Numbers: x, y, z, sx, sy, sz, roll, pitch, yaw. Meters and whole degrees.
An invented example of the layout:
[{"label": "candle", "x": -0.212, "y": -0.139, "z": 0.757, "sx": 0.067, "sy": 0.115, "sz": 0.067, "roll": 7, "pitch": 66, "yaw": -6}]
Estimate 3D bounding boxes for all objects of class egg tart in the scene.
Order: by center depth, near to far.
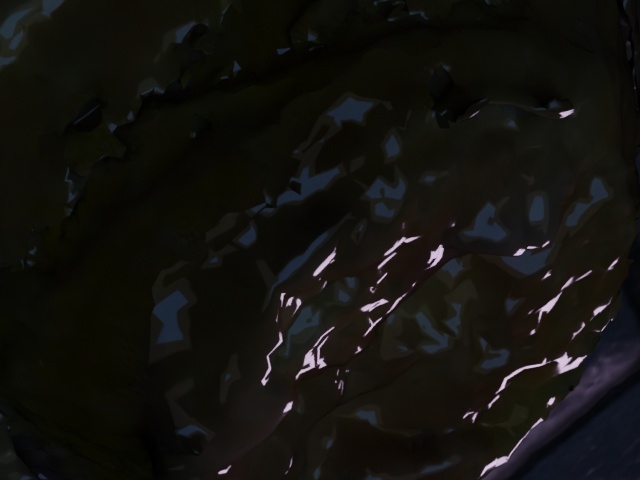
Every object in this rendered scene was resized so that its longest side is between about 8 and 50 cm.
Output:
[{"label": "egg tart", "x": 0.000, "y": 0.000, "z": 0.525, "sx": 0.352, "sy": 0.150, "sz": 0.352, "roll": -21, "pitch": 135, "yaw": -22}]
